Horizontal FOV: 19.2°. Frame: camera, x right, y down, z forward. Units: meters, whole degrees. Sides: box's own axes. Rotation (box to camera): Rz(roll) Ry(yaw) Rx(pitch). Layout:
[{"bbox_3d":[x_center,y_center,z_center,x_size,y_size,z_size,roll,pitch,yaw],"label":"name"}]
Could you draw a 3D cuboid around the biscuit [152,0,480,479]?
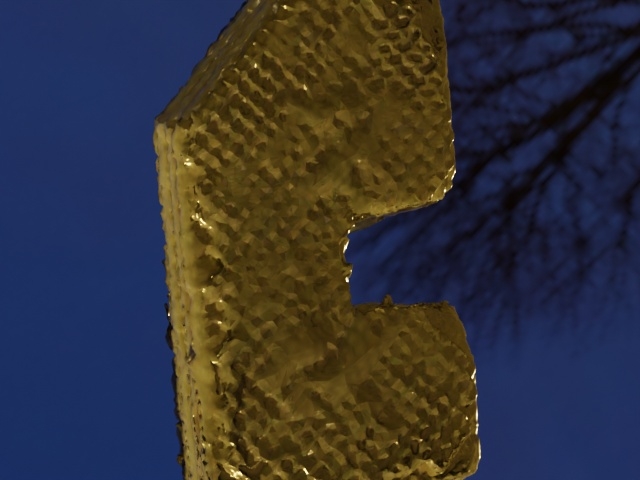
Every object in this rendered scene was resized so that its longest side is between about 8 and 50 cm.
[{"bbox_3d":[0.000,0.000,0.876,0.147,0.046,0.249,-4,-91,-25],"label":"biscuit"}]
